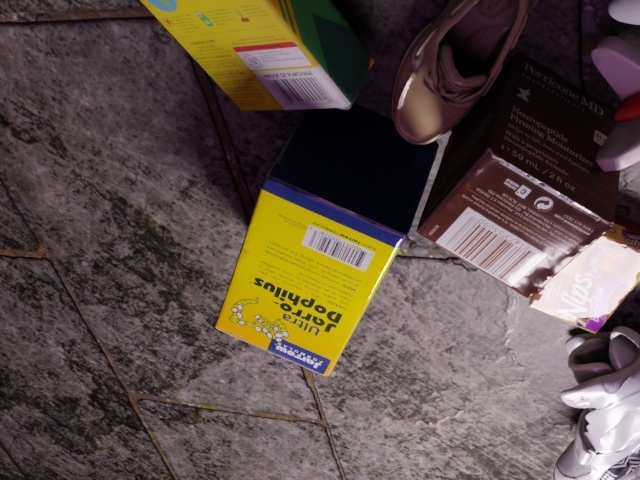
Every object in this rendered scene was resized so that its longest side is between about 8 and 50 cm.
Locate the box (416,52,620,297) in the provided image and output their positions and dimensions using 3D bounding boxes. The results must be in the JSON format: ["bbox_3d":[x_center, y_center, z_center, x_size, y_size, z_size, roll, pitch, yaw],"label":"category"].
[{"bbox_3d":[0.245,-0.078,1.075,0.168,0.203,0.167,29,138,-6],"label":"box"}]

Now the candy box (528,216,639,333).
[{"bbox_3d":[0.382,0.044,1.251,0.109,0.053,0.186,23,137,2],"label":"candy box"}]

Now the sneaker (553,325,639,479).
[{"bbox_3d":[0.439,0.267,1.396,0.210,0.137,0.366,31,133,-7],"label":"sneaker"}]

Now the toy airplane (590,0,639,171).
[{"bbox_3d":[0.431,-0.138,0.863,0.386,0.272,0.384,16,140,15],"label":"toy airplane"}]

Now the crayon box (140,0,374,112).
[{"bbox_3d":[-0.103,-0.283,1.037,0.202,0.081,0.318,7,151,43],"label":"crayon box"}]

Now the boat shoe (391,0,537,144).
[{"bbox_3d":[0.161,-0.211,1.056,0.109,0.098,0.302,29,138,-5],"label":"boat shoe"}]

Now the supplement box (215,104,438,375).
[{"bbox_3d":[0.000,0.000,1.275,0.195,0.194,0.356,24,138,0],"label":"supplement box"}]
